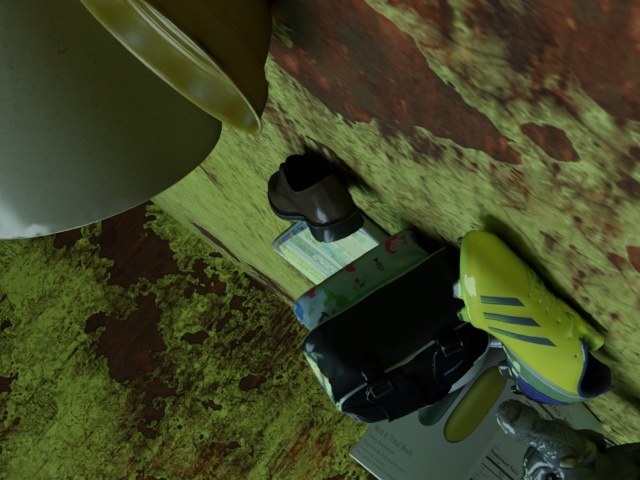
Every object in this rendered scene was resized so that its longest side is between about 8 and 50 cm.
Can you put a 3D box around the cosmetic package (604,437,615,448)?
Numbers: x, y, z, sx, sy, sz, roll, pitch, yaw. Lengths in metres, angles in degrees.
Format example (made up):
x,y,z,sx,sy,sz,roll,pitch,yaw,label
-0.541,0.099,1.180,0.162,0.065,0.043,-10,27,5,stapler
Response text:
x,y,z,sx,sy,sz,roll,pitch,yaw,label
0.437,0.417,1.608,0.129,0.153,0.296,32,171,31,cosmetic package

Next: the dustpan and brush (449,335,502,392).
x,y,z,sx,sy,sz,roll,pitch,yaw,label
0.201,0.144,1.338,0.211,0.147,0.060,-8,153,42,dustpan and brush

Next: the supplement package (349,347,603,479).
x,y,z,sx,sy,sz,roll,pitch,yaw,label
0.226,0.291,1.418,0.198,0.262,0.199,44,170,-36,supplement package

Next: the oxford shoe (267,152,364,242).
x,y,z,sx,sy,sz,roll,pitch,yaw,label
-0.017,-0.072,1.214,0.227,0.083,0.096,25,142,64,oxford shoe

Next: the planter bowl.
x,y,z,sx,sy,sz,roll,pitch,yaw,label
-0.108,-0.193,0.820,0.217,0.090,0.217,37,172,6,planter bowl

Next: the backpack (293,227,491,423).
x,y,z,sx,sy,sz,roll,pitch,yaw,label
0.095,0.120,1.208,0.191,0.225,0.253,57,-179,28,backpack

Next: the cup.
x,y,z,sx,sy,sz,roll,pitch,yaw,label
-0.300,-0.188,1.074,0.331,0.331,0.237,29,143,49,cup

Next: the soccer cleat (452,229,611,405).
x,y,z,sx,sy,sz,roll,pitch,yaw,label
0.221,0.077,0.990,0.121,0.093,0.289,-4,143,30,soccer cleat

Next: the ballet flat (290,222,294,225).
x,y,z,sx,sy,sz,roll,pitch,yaw,label
0.000,0.000,1.494,0.213,0.068,0.072,31,170,43,ballet flat

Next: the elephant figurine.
x,y,z,sx,sy,sz,roll,pitch,yaw,label
0.306,0.278,1.130,0.240,0.186,0.169,6,180,3,elephant figurine

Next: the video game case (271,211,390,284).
x,y,z,sx,sy,sz,roll,pitch,yaw,label
0.052,0.036,1.372,0.212,0.023,0.193,39,148,-9,video game case
